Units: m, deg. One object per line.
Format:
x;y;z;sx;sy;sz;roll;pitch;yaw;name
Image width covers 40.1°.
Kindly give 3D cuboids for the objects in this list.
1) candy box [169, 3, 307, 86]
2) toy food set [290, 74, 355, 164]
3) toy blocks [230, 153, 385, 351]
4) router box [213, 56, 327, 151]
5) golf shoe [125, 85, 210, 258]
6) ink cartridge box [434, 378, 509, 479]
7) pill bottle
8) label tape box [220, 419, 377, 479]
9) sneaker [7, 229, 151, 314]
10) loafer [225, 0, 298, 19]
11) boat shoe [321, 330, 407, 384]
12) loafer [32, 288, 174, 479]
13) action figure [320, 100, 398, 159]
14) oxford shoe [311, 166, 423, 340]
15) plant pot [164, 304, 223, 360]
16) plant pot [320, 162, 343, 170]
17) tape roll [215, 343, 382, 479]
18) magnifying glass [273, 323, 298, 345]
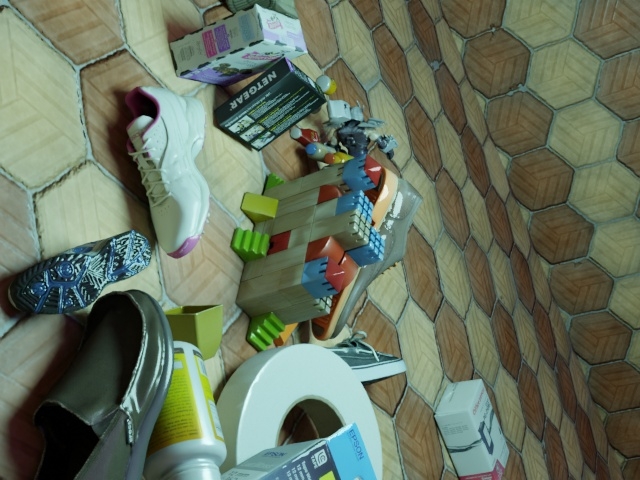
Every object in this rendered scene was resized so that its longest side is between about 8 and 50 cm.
-0.150;-0.357;1.626;0.165;0.196;0.070;-5;80;-62;candy box
-0.002;-0.258;1.948;0.104;0.111;0.232;9;68;-61;toy food set
0.000;0.000;1.629;0.190;0.261;0.381;49;37;-36;toy blocks
-0.095;-0.259;1.691;0.133;0.179;0.046;31;30;-54;router box
-0.257;-0.116;1.405;0.140;0.115;0.306;24;47;-44;golf shoe
0.399;0.507;2.293;0.237;0.100;0.172;68;27;-12;ink cartridge box
-0.200;0.256;1.216;0.117;0.117;0.214;34;30;-52;pill bottle
-0.059;0.451;1.298;0.348;0.115;0.249;-23;95;-40;label tape box
-0.330;0.050;1.192;0.211;0.081;0.080;-23;97;-46;sneaker
-0.134;-0.531;1.877;0.268;0.102;0.092;8;66;-71;loafer
0.065;0.246;1.797;0.306;0.113;0.104;0;69;-46;boat shoe
-0.284;0.212;1.115;0.130;0.134;0.365;43;39;-46;loafer
0.088;-0.180;2.025;0.099;0.185;0.284;-15;105;-47;action figure
0.097;0.043;1.736;0.133;0.130;0.363;26;89;-27;oxford shoe
-0.203;0.149;1.375;0.081;0.082;0.083;-15;101;-64;plant pot
0.061;-0.072;1.848;0.167;0.167;0.165;-38;131;-62;plant pot
-0.031;0.373;1.505;0.392;0.072;0.391;21;63;-48;tape roll
-0.044;0.140;1.744;0.092;0.026;0.231;66;26;-16;magnifying glass
